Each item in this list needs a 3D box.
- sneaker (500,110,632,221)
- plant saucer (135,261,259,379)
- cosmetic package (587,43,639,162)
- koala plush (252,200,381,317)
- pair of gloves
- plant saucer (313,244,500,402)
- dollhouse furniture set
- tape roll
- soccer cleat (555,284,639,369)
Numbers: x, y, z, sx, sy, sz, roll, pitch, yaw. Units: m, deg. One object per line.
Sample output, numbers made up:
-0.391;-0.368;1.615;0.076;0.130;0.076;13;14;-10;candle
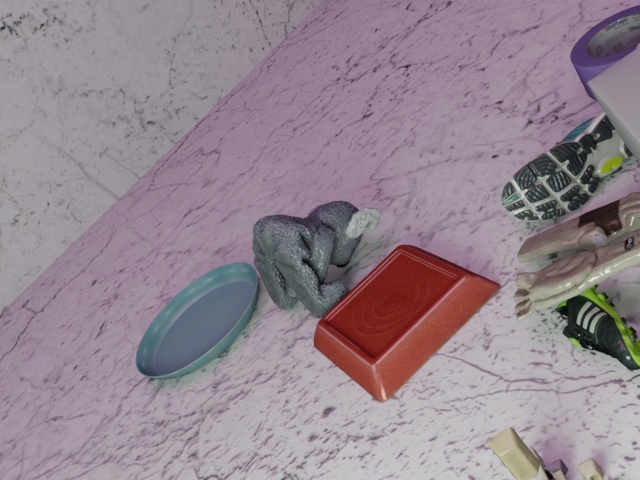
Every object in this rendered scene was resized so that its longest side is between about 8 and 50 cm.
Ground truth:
0.408;-0.123;1.250;0.275;0.107;0.110;-34;7;-4;sneaker
-0.250;0.173;1.624;0.317;0.043;0.317;-29;28;17;plant saucer
0.499;-0.136;0.956;0.197;0.155;0.365;-33;25;19;cosmetic package
0.000;0.000;1.452;0.221;0.203;0.196;-37;24;-27;koala plush
0.363;0.016;1.069;0.204;0.042;0.240;-28;11;29;pair of gloves
0.119;0.111;1.258;0.259;0.048;0.258;-43;27;-9;plant saucer
0.237;0.225;0.855;0.091;0.114;0.081;-35;22;12;dollhouse furniture set
0.557;-0.341;1.402;0.189;0.080;0.189;-29;27;16;tape roll
0.346;0.116;0.964;0.072;0.060;0.179;-41;18;14;soccer cleat
